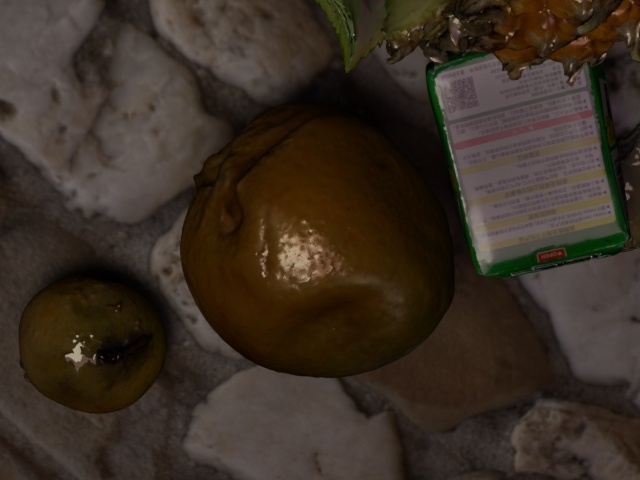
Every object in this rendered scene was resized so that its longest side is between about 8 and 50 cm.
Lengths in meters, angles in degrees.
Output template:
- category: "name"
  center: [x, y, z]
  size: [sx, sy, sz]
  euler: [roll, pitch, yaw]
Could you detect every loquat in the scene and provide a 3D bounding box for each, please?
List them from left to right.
- category: "loquat"
  center: [-0.270, 0.123, 1.273]
  size: [0.172, 0.149, 0.204]
  euler: [29, 150, -34]
- category: "loquat"
  center: [0.000, 0.000, 1.140]
  size: [0.283, 0.276, 0.276]
  euler: [20, 117, -25]

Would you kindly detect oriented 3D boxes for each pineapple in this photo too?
- category: "pineapple"
  center: [0.173, -0.214, 0.987]
  size: [0.286, 0.344, 0.209]
  euler: [-50, 140, -10]

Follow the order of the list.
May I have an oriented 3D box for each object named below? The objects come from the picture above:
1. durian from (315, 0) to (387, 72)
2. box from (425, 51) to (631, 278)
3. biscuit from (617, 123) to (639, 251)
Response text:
- category: "durian"
  center: [-0.003, -0.344, 1.011]
  size: [0.158, 0.169, 0.352]
  euler: [-22, 112, 14]
- category: "box"
  center: [0.216, -0.095, 1.136]
  size: [0.180, 0.103, 0.250]
  euler: [-13, 100, 9]
- category: "biscuit"
  center: [0.379, -0.071, 1.196]
  size: [0.141, 0.038, 0.290]
  euler: [37, 112, -14]
